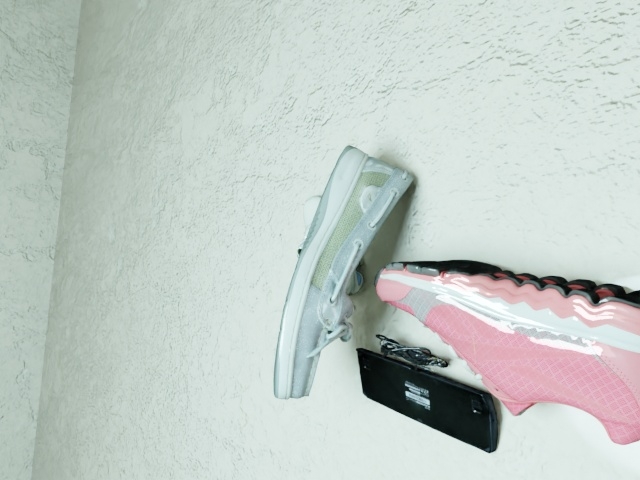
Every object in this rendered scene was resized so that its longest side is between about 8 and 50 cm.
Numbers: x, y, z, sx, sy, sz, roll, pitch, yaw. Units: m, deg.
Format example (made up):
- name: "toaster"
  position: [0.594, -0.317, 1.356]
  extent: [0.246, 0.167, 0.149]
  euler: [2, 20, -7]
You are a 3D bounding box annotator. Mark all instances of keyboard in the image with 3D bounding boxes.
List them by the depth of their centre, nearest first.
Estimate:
- name: "keyboard"
  position: [0.124, 0.168, 0.578]
  extent: [0.192, 0.038, 0.100]
  euler: [9, 112, 46]

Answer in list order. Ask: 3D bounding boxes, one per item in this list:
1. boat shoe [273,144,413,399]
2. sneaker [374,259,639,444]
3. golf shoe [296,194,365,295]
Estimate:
- name: "boat shoe"
  position: [0.024, 0.037, 0.584]
  extent: [0.118, 0.102, 0.321]
  euler: [107, -177, -68]
- name: "sneaker"
  position: [0.167, 0.096, 0.477]
  extent: [0.313, 0.115, 0.136]
  euler: [10, 97, 50]
- name: "golf shoe"
  position: [0.000, 0.000, 0.694]
  extent: [0.069, 0.085, 0.176]
  euler: [-47, 50, 33]
